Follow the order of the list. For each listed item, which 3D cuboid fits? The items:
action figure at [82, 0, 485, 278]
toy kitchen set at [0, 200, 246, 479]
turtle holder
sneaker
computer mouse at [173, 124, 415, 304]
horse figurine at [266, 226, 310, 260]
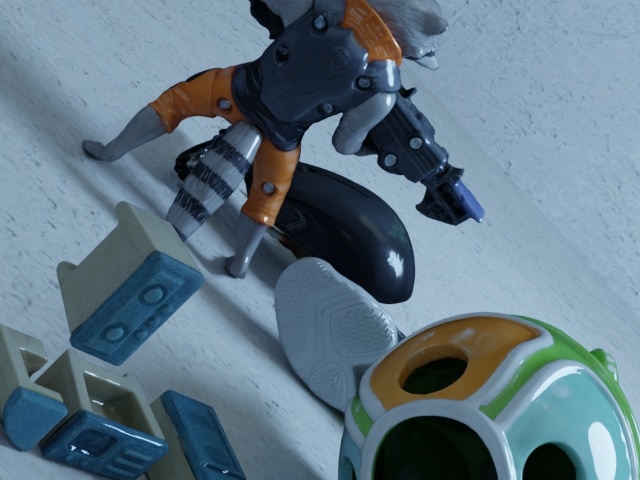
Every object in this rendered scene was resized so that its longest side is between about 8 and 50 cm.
[{"bbox_3d":[0.000,-0.096,1.353,0.341,0.330,0.178,45,16,-8],"label":"action figure"},{"bbox_3d":[-0.089,0.098,0.952,0.207,0.166,0.122,30,23,-46],"label":"toy kitchen set"},{"bbox_3d":[0.116,0.217,1.149,0.243,0.320,0.227,18,5,22],"label":"turtle holder"},{"bbox_3d":[0.055,0.114,1.425,0.268,0.101,0.153,50,14,-10],"label":"sneaker"},{"bbox_3d":[-0.005,-0.040,1.515,0.272,0.072,0.188,37,23,6],"label":"computer mouse"},{"bbox_3d":[0.000,0.000,1.615,0.174,0.066,0.263,36,21,-12],"label":"horse figurine"}]
